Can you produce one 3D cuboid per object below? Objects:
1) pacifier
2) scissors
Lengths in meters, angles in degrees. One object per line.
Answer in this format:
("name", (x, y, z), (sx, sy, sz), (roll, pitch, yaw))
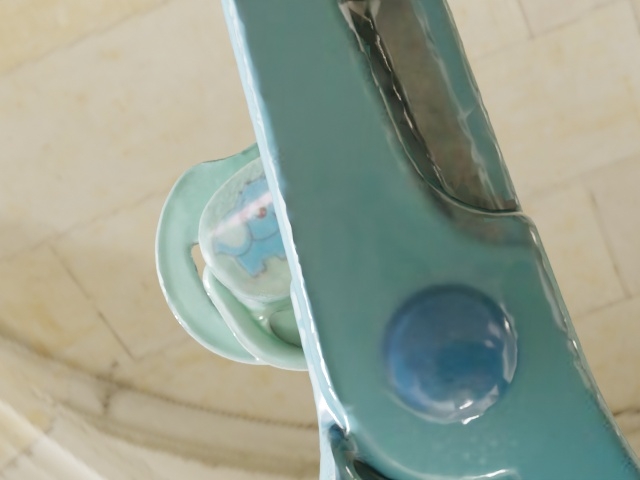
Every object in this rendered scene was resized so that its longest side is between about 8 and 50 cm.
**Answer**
("pacifier", (0.000, 0.000, 0.842), (0.150, 0.116, 0.127), (-40, -106, 12))
("scissors", (0.022, 0.033, 0.389), (0.180, 0.393, 0.032), (-17, 180, -8))
